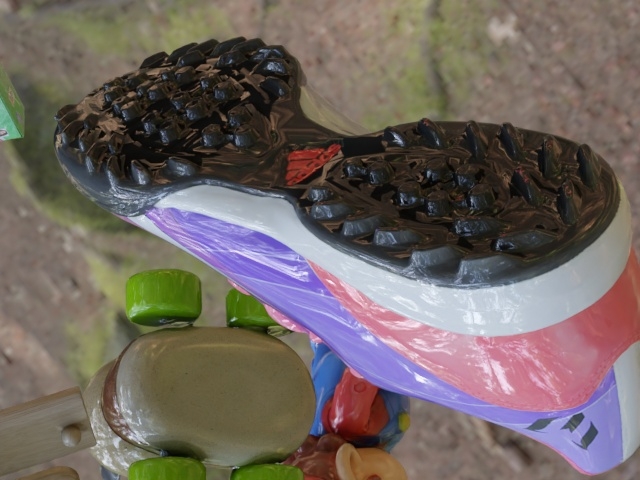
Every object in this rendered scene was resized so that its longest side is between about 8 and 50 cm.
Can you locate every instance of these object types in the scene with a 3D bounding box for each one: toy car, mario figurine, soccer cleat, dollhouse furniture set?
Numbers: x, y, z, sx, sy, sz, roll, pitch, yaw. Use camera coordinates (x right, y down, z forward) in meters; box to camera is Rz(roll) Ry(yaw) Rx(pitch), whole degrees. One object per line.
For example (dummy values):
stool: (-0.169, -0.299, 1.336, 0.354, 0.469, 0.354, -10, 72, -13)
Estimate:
toy car: (-0.107, 0.122, 1.161, 0.188, 0.149, 0.155, -28, 59, 53)
mario figurine: (0.047, 0.160, 1.290, 0.170, 0.321, 0.198, -7, 138, 17)
soccer cleat: (0.000, 0.000, 0.667, 0.318, 0.108, 0.116, 21, 141, 47)
dollhouse furniture set: (-0.169, 0.200, 0.963, 0.144, 0.123, 0.151, 84, 165, -52)

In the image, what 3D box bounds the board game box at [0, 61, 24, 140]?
board game box: (-0.440, -0.195, 1.606, 0.213, 0.046, 0.317, -11, 142, 5)
